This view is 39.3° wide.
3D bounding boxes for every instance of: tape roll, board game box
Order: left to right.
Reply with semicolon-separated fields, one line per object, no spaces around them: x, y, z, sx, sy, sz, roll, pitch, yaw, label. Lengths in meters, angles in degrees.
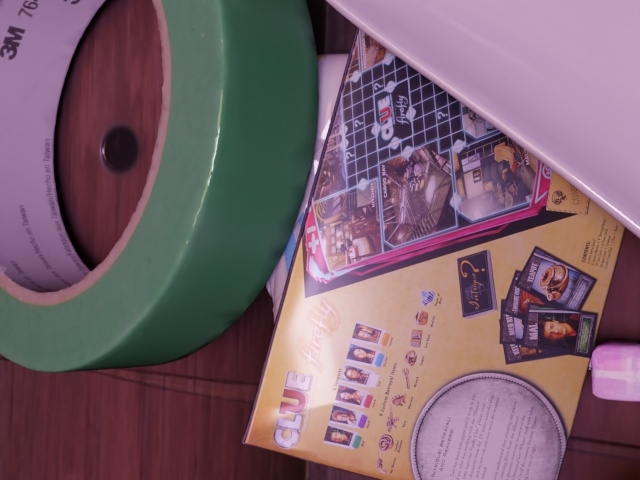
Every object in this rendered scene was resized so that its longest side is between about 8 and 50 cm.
-0.144;-0.077;0.582;0.321;0.077;0.321;-3;85;42;tape roll
0.069;0.008;0.477;0.165;0.042;0.243;16;89;-2;board game box

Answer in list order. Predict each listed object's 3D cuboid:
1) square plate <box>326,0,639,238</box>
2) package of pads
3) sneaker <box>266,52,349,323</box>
0.231;-0.147;0.401;0.347;0.049;0.344;41;96;11;square plate
0.188;0.069;0.470;0.083;0.050;0.032;0;91;28;package of pads
0.000;0.000;0.554;0.092;0.087;0.229;6;88;36;sneaker
